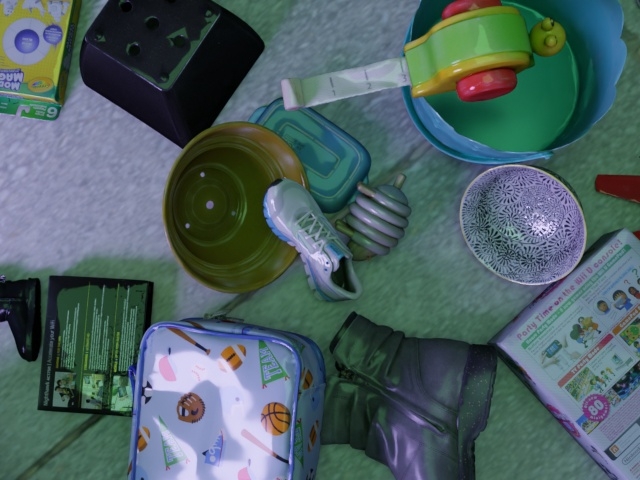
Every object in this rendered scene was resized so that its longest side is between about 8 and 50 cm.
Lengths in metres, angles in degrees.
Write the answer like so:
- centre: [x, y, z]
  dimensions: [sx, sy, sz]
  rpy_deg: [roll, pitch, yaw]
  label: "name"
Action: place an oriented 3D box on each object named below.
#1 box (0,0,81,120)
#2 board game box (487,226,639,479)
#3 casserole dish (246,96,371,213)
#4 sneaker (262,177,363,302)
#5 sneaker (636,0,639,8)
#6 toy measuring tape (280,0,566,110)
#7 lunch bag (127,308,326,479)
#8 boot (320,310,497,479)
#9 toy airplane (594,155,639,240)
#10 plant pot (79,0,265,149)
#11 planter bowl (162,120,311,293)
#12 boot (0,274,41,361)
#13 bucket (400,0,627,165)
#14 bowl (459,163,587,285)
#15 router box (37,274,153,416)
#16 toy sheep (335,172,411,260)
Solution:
- centre: [-0.395, -0.256, 1.310]
  dimensions: [0.105, 0.043, 0.179]
  rpy_deg: [8, 86, 2]
  label: "box"
- centre: [0.403, 0.169, 1.234]
  dimensions: [0.224, 0.097, 0.303]
  rpy_deg: [-42, 87, -5]
  label: "board game box"
- centre: [-0.019, -0.118, 1.296]
  dimensions: [0.188, 0.037, 0.114]
  rpy_deg: [35, 85, 5]
  label: "casserole dish"
- centre: [0.000, 0.000, 1.227]
  dimensions: [0.071, 0.083, 0.191]
  rpy_deg: [-41, 111, -20]
  label: "sneaker"
- centre: [0.438, -0.351, 1.319]
  dimensions: [0.032, 0.037, 0.083]
  rpy_deg: [-39, 84, -2]
  label: "sneaker"
- centre: [0.117, -0.205, 1.083]
  dimensions: [0.330, 0.121, 0.121]
  rpy_deg: [-11, 84, -1]
  label: "toy measuring tape"
- centre: [-0.125, 0.238, 1.198]
  dimensions: [0.243, 0.115, 0.303]
  rpy_deg: [6, 90, 17]
  label: "lunch bag"
- centre: [0.091, 0.274, 1.230]
  dimensions: [0.222, 0.118, 0.338]
  rpy_deg: [10, 77, 8]
  label: "boot"
- centre: [0.439, -0.044, 1.290]
  dimensions: [0.151, 0.028, 0.151]
  rpy_deg: [0, 83, 2]
  label: "toy airplane"
- centre: [-0.204, -0.253, 1.247]
  dimensions: [0.187, 0.167, 0.188]
  rpy_deg: [33, 86, 4]
  label: "plant pot"
- centre: [-0.124, -0.044, 1.243]
  dimensions: [0.217, 0.090, 0.217]
  rpy_deg: [-4, 97, -34]
  label: "planter bowl"
- centre: [-0.422, 0.102, 1.270]
  dimensions: [0.099, 0.045, 0.121]
  rpy_deg: [-3, 77, -2]
  label: "boot"
- centre: [0.236, -0.227, 1.234]
  dimensions: [0.281, 0.183, 0.281]
  rpy_deg: [0, 83, 1]
  label: "bucket"
- centre: [0.274, -0.034, 1.250]
  dimensions: [0.170, 0.080, 0.170]
  rpy_deg: [16, 123, 27]
  label: "bowl"
- centre: [-0.294, 0.137, 1.264]
  dimensions: [0.133, 0.046, 0.179]
  rpy_deg: [4, 84, 1]
  label: "router box"
- centre: [0.074, -0.031, 1.262]
  dimensions: [0.091, 0.091, 0.132]
  rpy_deg: [31, 102, 3]
  label: "toy sheep"
